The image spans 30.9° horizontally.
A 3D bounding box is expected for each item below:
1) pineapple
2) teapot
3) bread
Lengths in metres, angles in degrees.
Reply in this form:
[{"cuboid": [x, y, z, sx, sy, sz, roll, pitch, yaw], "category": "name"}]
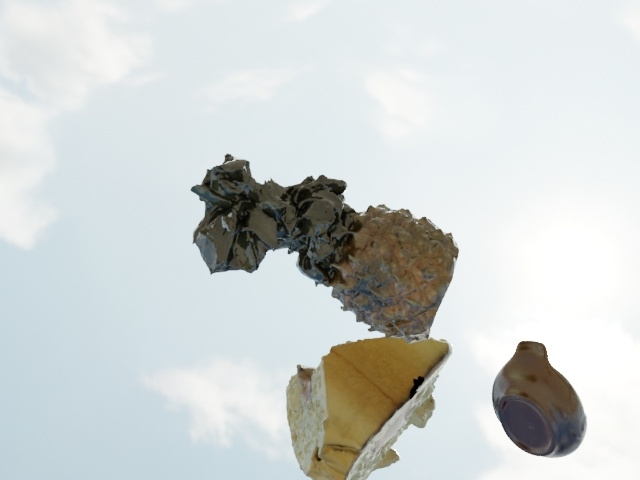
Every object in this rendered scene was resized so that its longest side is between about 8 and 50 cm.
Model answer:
[{"cuboid": [0.000, 0.000, 0.992, 0.237, 0.111, 0.119, 24, -162, -4], "category": "pineapple"}, {"cuboid": [0.226, 0.160, 1.177, 0.098, 0.129, 0.078, 2, -146, 42], "category": "teapot"}, {"cuboid": [0.072, 0.253, 1.587, 0.224, 0.183, 0.211, 5, -130, -9], "category": "bread"}]
